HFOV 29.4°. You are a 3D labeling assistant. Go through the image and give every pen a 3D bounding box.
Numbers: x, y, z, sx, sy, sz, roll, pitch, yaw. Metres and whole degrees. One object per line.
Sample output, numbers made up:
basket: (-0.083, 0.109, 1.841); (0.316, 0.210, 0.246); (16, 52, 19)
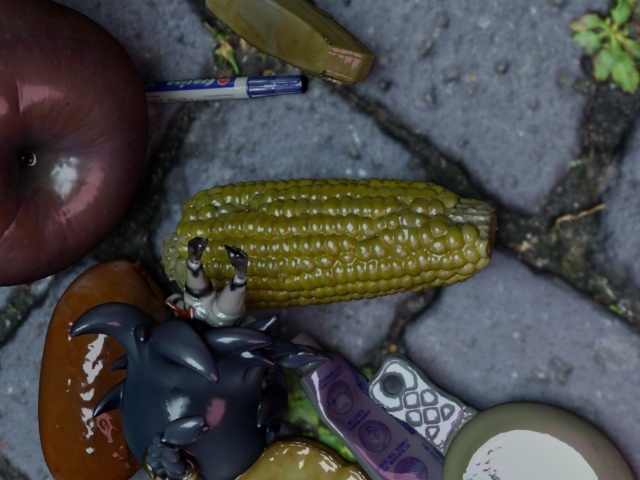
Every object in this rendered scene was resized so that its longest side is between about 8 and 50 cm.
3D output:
pen: (-0.111, -0.159, 1.273); (0.204, 0.025, 0.025); (-1, 94, 21)

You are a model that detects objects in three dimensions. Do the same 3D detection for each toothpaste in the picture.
toothpaste: (0.073, 0.210, 1.223); (0.075, 0.048, 0.301); (-41, 86, -9)

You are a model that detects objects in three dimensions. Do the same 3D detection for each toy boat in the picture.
toy boat: (-0.032, -0.217, 1.214); (0.206, 0.072, 0.064); (37, 121, 27)

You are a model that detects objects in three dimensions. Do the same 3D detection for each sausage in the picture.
sausage: (-0.234, 0.146, 1.293); (0.133, 0.133, 0.258); (12, 100, 20)

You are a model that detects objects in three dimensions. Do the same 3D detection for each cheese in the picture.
cheese: (0.166, 0.210, 1.165); (0.286, 0.082, 0.163); (33, 94, 17)

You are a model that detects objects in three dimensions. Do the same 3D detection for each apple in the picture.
apple: (-0.317, -0.106, 1.226); (0.235, 0.305, 0.306); (39, 109, 45)

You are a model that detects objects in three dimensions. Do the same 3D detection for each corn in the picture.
corn: (0.000, 0.000, 1.193); (0.347, 0.130, 0.130); (-4, 93, 19)

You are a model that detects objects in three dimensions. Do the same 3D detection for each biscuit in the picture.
biscuit: (-0.037, 0.325, 1.280); (0.203, 0.041, 0.260); (46, 109, 8)

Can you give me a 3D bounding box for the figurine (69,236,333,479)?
figurine: (-0.117, 0.129, 1.167); (0.175, 0.265, 0.197); (37, 74, 31)
